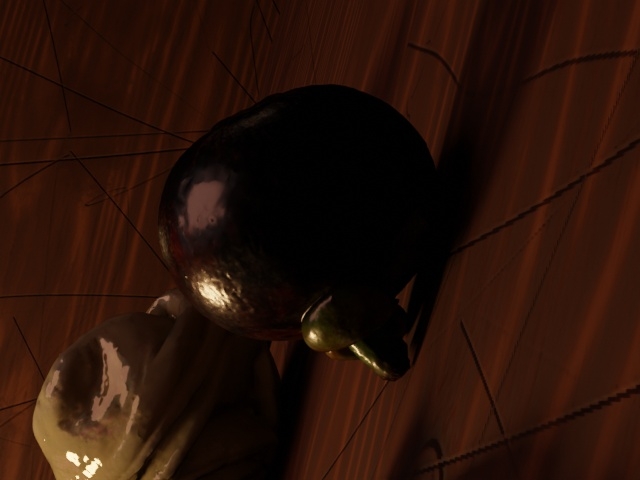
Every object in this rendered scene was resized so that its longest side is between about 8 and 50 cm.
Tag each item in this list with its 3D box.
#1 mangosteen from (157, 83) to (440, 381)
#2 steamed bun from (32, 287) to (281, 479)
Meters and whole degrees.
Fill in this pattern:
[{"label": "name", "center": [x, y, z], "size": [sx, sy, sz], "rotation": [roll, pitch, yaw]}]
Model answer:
[{"label": "mangosteen", "center": [-0.006, -0.008, 1.046], "size": [0.216, 0.216, 0.216], "rotation": [-165, 90, -82]}, {"label": "steamed bun", "center": [-0.149, 0.207, 1.514], "size": [0.268, 0.207, 0.280], "rotation": [-35, -38, -31]}]
